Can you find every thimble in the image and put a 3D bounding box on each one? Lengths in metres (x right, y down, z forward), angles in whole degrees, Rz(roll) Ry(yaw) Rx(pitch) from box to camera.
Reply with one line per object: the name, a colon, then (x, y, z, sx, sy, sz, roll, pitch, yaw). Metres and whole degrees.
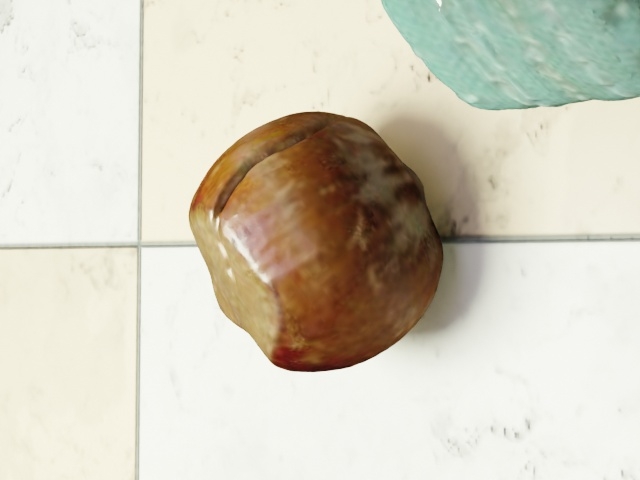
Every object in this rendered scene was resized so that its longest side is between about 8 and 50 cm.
thimble: (0.126, -0.184, 0.865, 0.143, 0.198, 0.235, -3, 93, 43)

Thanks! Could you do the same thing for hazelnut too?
hazelnut: (0.000, 0.000, 1.045, 0.143, 0.143, 0.154, -50, 64, 32)
